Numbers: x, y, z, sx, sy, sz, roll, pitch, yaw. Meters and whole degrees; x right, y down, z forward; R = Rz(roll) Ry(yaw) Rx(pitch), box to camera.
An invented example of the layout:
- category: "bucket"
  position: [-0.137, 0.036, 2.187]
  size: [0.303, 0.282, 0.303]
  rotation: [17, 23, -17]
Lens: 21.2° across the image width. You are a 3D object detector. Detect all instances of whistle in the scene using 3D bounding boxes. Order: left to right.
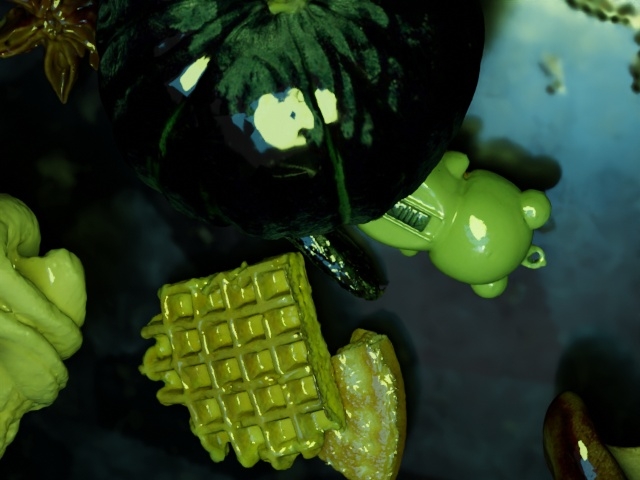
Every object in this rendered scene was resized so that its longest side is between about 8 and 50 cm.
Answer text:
- category: "whistle"
  position: [0.101, -0.044, 1.720]
  size: [0.288, 0.106, 0.131]
  rotation: [28, 120, 0]

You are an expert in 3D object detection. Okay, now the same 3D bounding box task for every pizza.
- category: "pizza"
  position: [0.002, 0.182, 1.875]
  size: [0.199, 0.062, 0.188]
  rotation: [6, 102, 19]

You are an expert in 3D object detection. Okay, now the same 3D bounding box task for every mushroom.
- category: "mushroom"
  position: [0.353, 0.230, 1.783]
  size: [0.217, 0.148, 0.227]
  rotation: [-23, 116, 4]

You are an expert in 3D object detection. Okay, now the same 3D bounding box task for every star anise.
- category: "star anise"
  position: [-0.252, -0.228, 1.731]
  size: [0.196, 0.111, 0.212]
  rotation: [35, 125, 4]

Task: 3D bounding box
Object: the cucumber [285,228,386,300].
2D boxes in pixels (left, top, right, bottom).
- category: "cucumber"
  position: [0.000, 0.000, 1.801]
  size: [0.181, 0.053, 0.053]
  rotation: [42, 117, -9]

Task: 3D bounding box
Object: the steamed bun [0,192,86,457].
- category: "steamed bun"
  position: [-0.396, 0.085, 1.840]
  size: [0.325, 0.230, 0.372]
  rotation: [35, 128, 33]

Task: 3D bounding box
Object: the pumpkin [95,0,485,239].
- category: "pumpkin"
  position: [-0.030, -0.183, 1.571]
  size: [0.363, 0.266, 0.363]
  rotation: [-1, 75, 5]

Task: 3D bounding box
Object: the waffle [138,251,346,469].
- category: "waffle"
  position: [-0.096, 0.142, 1.846]
  size: [0.219, 0.057, 0.229]
  rotation: [-13, 94, 26]
